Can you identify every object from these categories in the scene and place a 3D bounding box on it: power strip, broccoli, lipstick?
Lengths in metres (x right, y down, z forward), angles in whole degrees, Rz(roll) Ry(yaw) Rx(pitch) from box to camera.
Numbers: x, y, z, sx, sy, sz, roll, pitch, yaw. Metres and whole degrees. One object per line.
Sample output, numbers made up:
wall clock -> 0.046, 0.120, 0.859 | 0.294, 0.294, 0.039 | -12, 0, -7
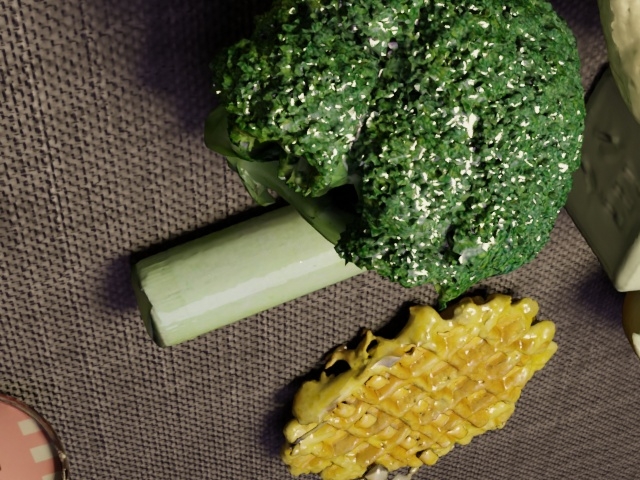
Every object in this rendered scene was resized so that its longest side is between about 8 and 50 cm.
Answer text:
power strip -> 0.331, -0.054, 1.053 | 0.224, 0.140, 0.139 | -3, 136, -24
broccoli -> 0.049, -0.089, 0.816 | 0.245, 0.265, 0.294 | 0, 163, 20
lipstick -> 0.000, 0.000, 0.995 | 0.304, 0.076, 0.076 | -21, 142, -4

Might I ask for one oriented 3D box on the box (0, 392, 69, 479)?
box -> -0.294, 0.220, 1.041 | 0.151, 0.151, 0.135 | -2, 145, -26

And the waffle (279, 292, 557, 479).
waffle -> 0.096, 0.146, 1.230 | 0.281, 0.060, 0.262 | -7, 135, -23

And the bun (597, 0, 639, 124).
bun -> 0.329, -0.204, 0.803 | 0.352, 0.227, 0.349 | -1, 137, -38

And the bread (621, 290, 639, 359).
bread -> 0.443, 0.098, 1.160 | 0.333, 0.333, 0.160 | 16, 101, -40
